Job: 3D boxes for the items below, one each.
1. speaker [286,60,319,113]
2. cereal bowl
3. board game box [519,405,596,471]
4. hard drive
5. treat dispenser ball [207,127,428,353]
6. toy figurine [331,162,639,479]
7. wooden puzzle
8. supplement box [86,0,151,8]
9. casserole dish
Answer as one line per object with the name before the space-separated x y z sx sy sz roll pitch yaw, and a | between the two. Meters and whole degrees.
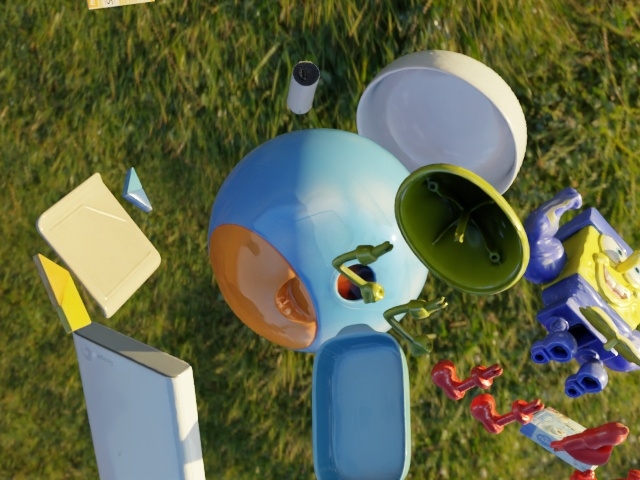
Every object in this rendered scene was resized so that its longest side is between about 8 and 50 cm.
speaker | -0.036 -0.305 1.730 0.055 0.055 0.136 5 164 -5
cereal bowl | 0.248 -0.231 1.680 0.339 0.141 0.339 23 143 18
board game box | 0.293 0.235 1.025 0.090 0.090 0.020 -3 120 -58
hard drive | -0.238 0.277 1.169 0.203 0.040 0.307 16 121 35
treat dispenser ball | 0.000 0.000 1.107 0.288 0.288 0.288 -1 131 -1
toy figurine | 0.216 0.046 0.822 0.362 0.217 0.191 44 134 -5
wooden puzzle | -0.135 0.003 0.524 0.014 0.116 0.078 -23 101 30
supplement box | -0.303 -0.383 1.286 0.098 0.036 0.062 -12 117 -12
casserole dish | 0.047 0.184 0.922 0.114 0.188 0.037 -12 160 30
